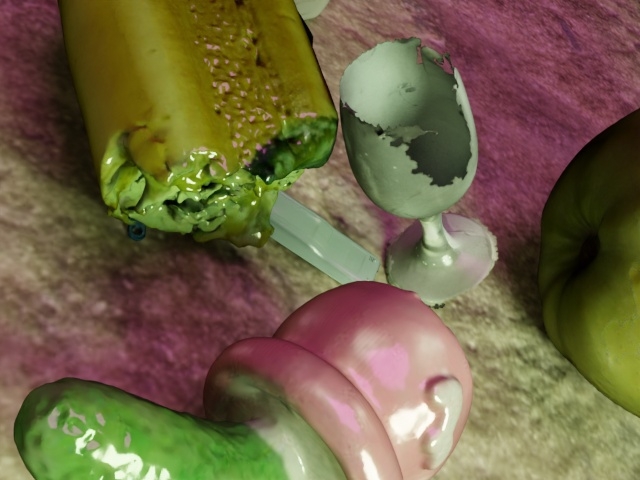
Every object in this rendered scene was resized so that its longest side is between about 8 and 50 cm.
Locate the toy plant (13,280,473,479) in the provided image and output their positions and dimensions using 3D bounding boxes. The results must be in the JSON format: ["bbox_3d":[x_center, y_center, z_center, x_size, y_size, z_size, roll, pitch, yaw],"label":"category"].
[{"bbox_3d":[-0.042,0.162,0.654,0.356,0.211,0.317,-30,118,-33],"label":"toy plant"}]

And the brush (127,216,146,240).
[{"bbox_3d":[-0.194,-0.069,0.879,0.051,0.014,0.164,13,53,-25],"label":"brush"}]

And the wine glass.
[{"bbox_3d":[0.106,-0.062,0.870,0.143,0.321,0.143,-9,55,13],"label":"wine glass"}]

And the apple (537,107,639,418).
[{"bbox_3d":[0.496,0.026,0.989,0.474,0.473,0.473,18,50,-23],"label":"apple"}]

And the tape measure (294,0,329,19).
[{"bbox_3d":[-0.104,-0.399,1.106,0.258,0.130,0.265,-27,75,-41],"label":"tape measure"}]

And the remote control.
[{"bbox_3d":[0.000,0.000,0.948,0.162,0.029,0.061,33,47,-10],"label":"remote control"}]

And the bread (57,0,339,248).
[{"bbox_3d":[-0.137,-0.180,0.838,0.251,0.208,0.376,-4,64,-33],"label":"bread"}]
